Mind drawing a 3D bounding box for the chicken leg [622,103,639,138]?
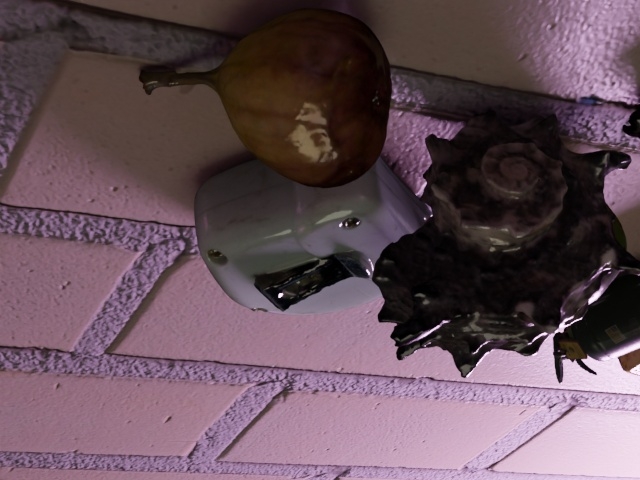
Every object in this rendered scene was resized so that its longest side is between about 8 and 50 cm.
[{"bbox_3d":[0.441,-0.132,1.443,0.253,0.051,0.106,-10,146,-4],"label":"chicken leg"}]

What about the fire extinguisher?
[{"bbox_3d":[0.421,0.090,1.768,0.311,0.114,0.095,-26,-168,29],"label":"fire extinguisher"}]

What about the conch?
[{"bbox_3d":[0.176,-0.004,1.387,0.313,0.241,0.186,-47,-173,-4],"label":"conch"}]

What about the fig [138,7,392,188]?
[{"bbox_3d":[-0.049,-0.131,1.223,0.231,0.143,0.160,2,119,-5],"label":"fig"}]

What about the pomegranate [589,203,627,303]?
[{"bbox_3d":[0.284,0.013,1.555,0.122,0.143,0.169,-11,141,4],"label":"pomegranate"}]

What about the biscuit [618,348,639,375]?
[{"bbox_3d":[0.497,0.130,1.912,0.052,0.056,0.188,21,141,-38],"label":"biscuit"}]

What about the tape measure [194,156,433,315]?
[{"bbox_3d":[0.001,-0.001,1.475,0.246,0.125,0.243,-20,148,18],"label":"tape measure"}]
